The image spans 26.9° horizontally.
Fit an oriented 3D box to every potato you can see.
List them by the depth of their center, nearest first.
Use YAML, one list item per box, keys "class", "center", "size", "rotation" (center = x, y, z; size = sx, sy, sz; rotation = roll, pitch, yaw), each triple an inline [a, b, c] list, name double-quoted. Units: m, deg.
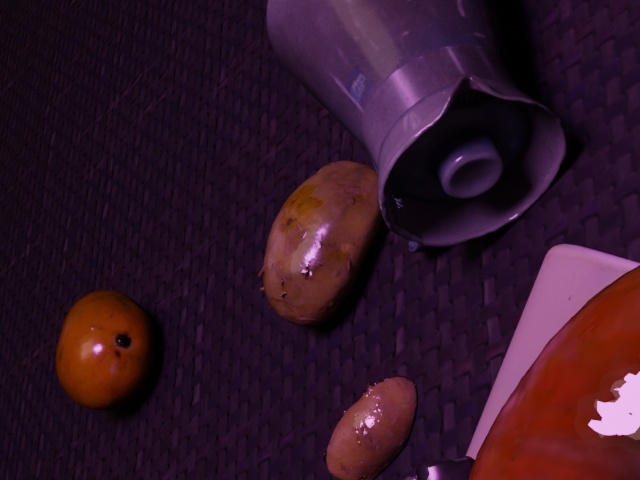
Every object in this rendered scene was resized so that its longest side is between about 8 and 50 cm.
- class: "potato"
  center: [0.034, 0.139, 0.938]
  size: [0.093, 0.037, 0.036]
  rotation: [-58, 37, 15]
- class: "potato"
  center: [0.000, 0.000, 1.044]
  size: [0.091, 0.070, 0.138]
  rotation: [14, 83, 58]

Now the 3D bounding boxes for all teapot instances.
- class: "teapot"
  center: [0.065, -0.107, 0.942]
  size: [0.203, 0.171, 0.225]
  rotation: [97, 158, -47]

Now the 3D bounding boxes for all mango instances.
- class: "mango"
  center: [-0.212, 0.100, 1.294]
  size: [0.111, 0.089, 0.163]
  rotation: [-61, 23, 13]

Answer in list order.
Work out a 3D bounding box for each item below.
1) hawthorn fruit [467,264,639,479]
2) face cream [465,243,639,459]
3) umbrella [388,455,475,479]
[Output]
- class: "hawthorn fruit"
  center: [0.178, 0.119, 0.473]
  size: [0.268, 0.301, 0.267]
  rotation: [-33, 42, 35]
- class: "face cream"
  center: [0.127, 0.182, 0.718]
  size: [0.173, 0.081, 0.348]
  rotation: [22, 89, 51]
- class: "umbrella"
  center: [0.088, 0.259, 0.579]
  size: [0.128, 0.154, 0.336]
  rotation: [122, 136, -56]
